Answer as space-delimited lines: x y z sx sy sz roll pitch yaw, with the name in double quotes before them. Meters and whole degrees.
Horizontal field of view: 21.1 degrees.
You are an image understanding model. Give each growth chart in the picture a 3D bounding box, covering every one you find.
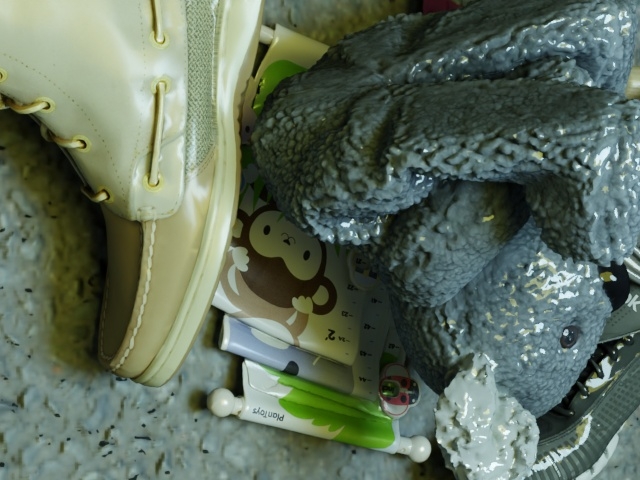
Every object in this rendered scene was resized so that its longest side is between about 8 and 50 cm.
"growth chart" 0.000 0.000 0.976 0.172 0.021 0.237 11 80 -32

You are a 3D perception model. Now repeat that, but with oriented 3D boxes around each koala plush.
"koala plush" 0.082 0.005 0.907 0.196 0.203 0.221 -80 158 -56

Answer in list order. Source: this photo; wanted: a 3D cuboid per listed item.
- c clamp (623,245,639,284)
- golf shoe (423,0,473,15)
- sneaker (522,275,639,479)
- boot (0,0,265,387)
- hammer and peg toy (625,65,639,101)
"c clamp" 0.234 -0.027 0.996 0.160 0.022 0.137 -42 103 -7
"golf shoe" 0.115 -0.179 1.005 0.140 0.115 0.306 -37 110 -35
"sneaker" 0.164 0.069 1.024 0.234 0.078 0.106 -31 135 -33
"boot" -0.140 -0.064 0.851 0.203 0.095 0.262 8 94 -25
"hammer and peg toy" 0.285 -0.228 1.045 0.266 0.127 0.361 -8 77 -27
